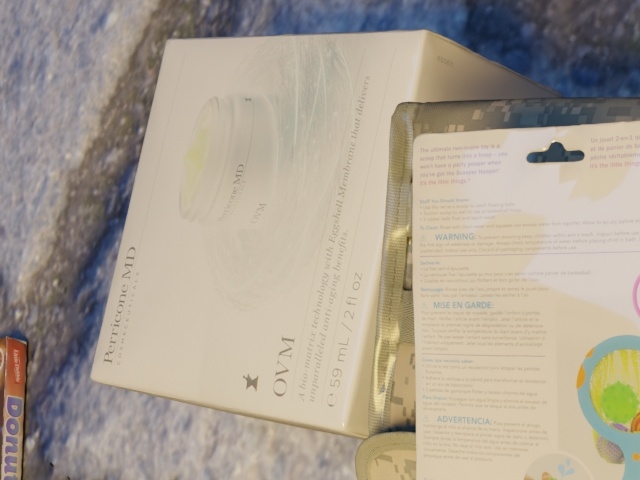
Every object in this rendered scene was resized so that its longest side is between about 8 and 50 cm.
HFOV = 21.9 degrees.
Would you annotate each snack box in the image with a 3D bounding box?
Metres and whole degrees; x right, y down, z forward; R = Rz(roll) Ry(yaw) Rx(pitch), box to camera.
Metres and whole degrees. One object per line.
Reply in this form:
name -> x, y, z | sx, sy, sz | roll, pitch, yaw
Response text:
snack box -> -0.254, 0.166, 1.267 | 0.064, 0.022, 0.178 | -18, 66, 41

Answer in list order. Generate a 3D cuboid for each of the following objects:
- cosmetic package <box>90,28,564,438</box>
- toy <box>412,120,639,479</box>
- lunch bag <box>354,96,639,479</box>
cosmetic package -> 0.000, 0.000, 0.995 | 0.225, 0.138, 0.224 | 4, 80, 46
toy -> 0.108, 0.072, 0.698 | 0.137, 0.056, 0.237 | -1, 85, 34
lunch bag -> 0.151, 0.079, 0.806 | 0.235, 0.169, 0.287 | 4, 87, 41
